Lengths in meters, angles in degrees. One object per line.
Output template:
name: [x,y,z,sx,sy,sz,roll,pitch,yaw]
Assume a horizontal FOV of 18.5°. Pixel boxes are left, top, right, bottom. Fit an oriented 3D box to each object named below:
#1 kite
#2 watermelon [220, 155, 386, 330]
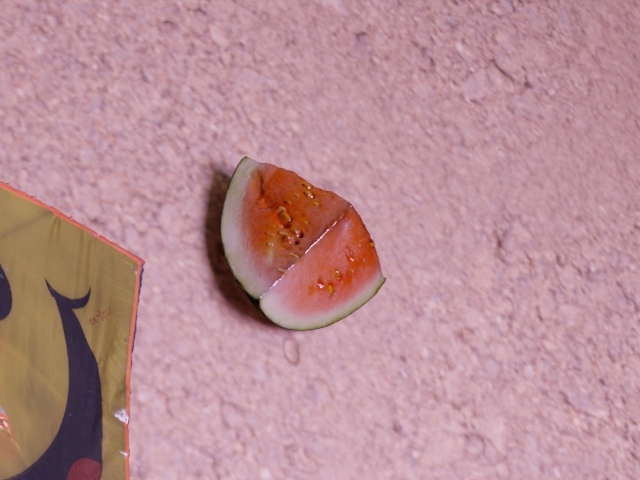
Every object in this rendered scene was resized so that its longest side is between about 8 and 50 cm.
kite: [-0.227,0.052,1.199,0.327,0.013,0.377,58,37,-4]
watermelon: [0.000,0.000,1.402,0.135,0.094,0.125,20,43,-33]
